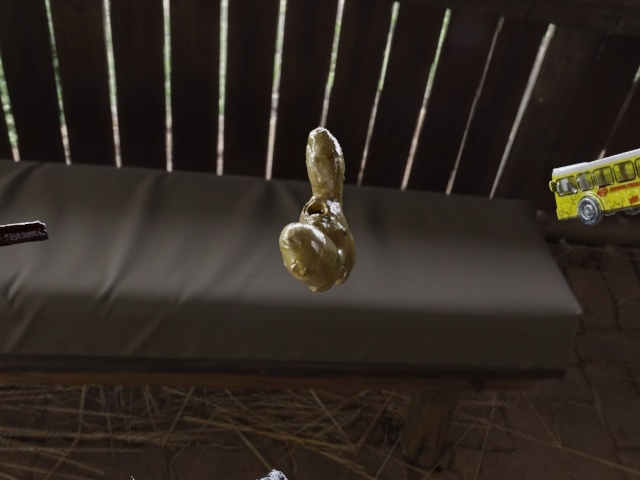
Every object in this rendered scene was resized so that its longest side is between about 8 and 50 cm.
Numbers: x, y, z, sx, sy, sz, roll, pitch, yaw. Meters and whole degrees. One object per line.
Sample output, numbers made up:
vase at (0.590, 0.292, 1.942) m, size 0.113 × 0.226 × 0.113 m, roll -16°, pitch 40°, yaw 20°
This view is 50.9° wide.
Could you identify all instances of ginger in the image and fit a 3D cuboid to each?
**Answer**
ginger at (0.015, 0.008, 1.374) m, size 0.122 × 0.348 × 0.363 m, roll -10°, pitch 43°, yaw 9°

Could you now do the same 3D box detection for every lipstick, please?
lipstick at (-0.368, 0.002, 0.674) m, size 0.176 × 0.027 × 0.027 m, roll -9°, pitch 43°, yaw -20°

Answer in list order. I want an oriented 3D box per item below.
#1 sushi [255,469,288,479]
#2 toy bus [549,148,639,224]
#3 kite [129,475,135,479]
sushi at (-0.090, 0.592, 1.506) m, size 0.150 × 0.090 × 0.078 m, roll 50°, pitch 28°, yaw 20°
toy bus at (0.348, -0.064, 0.713) m, size 0.081 × 0.074 × 0.226 m, roll -14°, pitch 0°, yaw -22°
kite at (-0.328, 0.550, 1.353) m, size 0.014 × 0.241 × 0.183 m, roll -36°, pitch 87°, yaw -27°
